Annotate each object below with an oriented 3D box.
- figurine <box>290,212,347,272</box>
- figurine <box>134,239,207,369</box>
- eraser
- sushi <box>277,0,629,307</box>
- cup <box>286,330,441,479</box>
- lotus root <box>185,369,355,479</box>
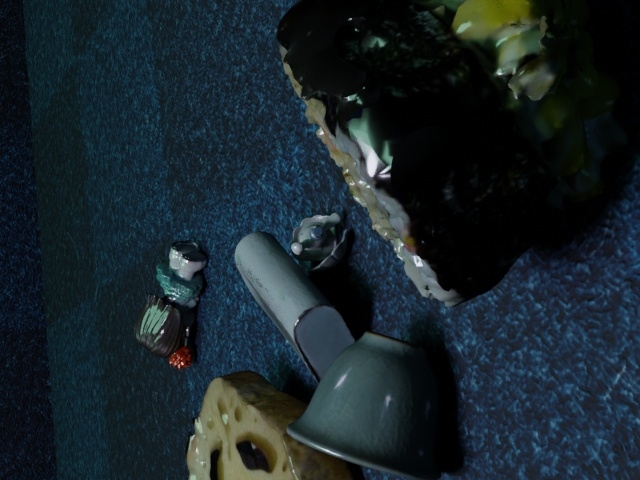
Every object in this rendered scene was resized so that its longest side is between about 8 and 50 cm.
[{"bbox_3d":[0.000,0.000,1.519,0.094,0.082,0.086,-48,-2,0],"label":"figurine"},{"bbox_3d":[-0.287,0.127,2.082,0.138,0.110,0.246,38,121,35],"label":"figurine"},{"bbox_3d":[-0.033,0.102,1.525,0.227,0.081,0.174,49,167,52],"label":"eraser"},{"bbox_3d":[0.145,-0.131,1.028,0.329,0.285,0.328,59,179,-35],"label":"sushi"},{"bbox_3d":[0.074,0.193,1.301,0.199,0.199,0.150,12,83,63],"label":"cup"},{"bbox_3d":[-0.090,0.385,1.624,0.390,0.111,0.375,-39,67,52],"label":"lotus root"}]
